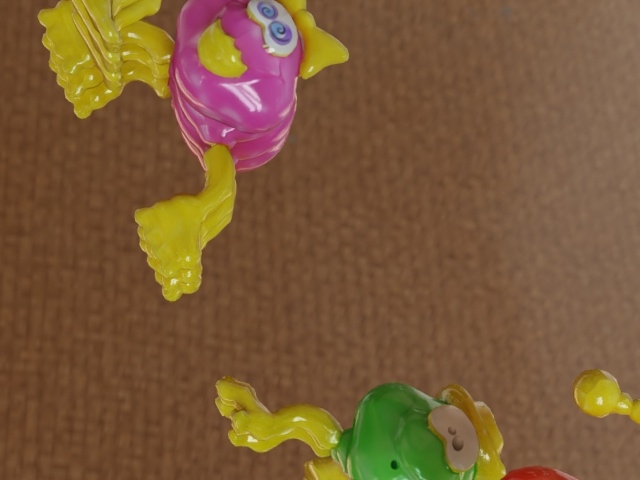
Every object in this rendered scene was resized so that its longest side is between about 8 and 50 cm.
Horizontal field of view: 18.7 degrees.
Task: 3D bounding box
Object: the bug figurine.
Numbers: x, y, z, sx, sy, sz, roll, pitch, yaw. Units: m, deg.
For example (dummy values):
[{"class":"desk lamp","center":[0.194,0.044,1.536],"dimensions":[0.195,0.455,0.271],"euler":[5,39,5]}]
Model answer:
[{"class":"bug figurine","center":[0.000,0.000,0.490],"dimensions":[0.072,0.216,0.279],"euler":[-25,83,-10]}]
